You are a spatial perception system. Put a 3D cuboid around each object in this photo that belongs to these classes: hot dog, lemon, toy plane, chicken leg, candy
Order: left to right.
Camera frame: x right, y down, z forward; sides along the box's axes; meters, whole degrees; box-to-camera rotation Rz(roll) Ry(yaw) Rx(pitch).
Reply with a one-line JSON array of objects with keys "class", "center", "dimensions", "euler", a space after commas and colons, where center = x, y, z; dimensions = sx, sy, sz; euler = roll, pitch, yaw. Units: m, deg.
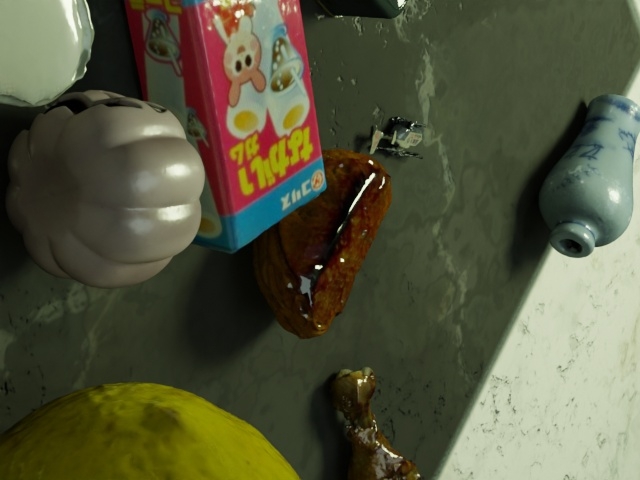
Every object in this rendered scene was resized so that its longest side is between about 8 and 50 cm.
[{"class": "lemon", "center": [-0.157, 0.296, 1.231], "dimensions": [0.350, 0.387, 0.350], "euler": [12, 71, -39]}, {"class": "candy", "center": [-0.094, -0.158, 1.407], "dimensions": [0.157, 0.100, 0.306], "euler": [-38, 128, -43]}, {"class": "hot dog", "center": [0.001, -0.001, 1.581], "dimensions": [0.227, 0.099, 0.160], "euler": [-56, 139, -28]}, {"class": "chicken leg", "center": [0.064, 0.265, 1.776], "dimensions": [0.107, 0.087, 0.251], "euler": [-62, 140, -55]}, {"class": "toy plane", "center": [0.095, -0.126, 1.730], "dimensions": [0.121, 0.031, 0.049], "euler": [1, 108, -57]}]

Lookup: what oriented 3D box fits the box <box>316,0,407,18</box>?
[{"class": "box", "center": [0.058, -0.355, 1.557], "dimensions": [0.144, 0.090, 0.201], "euler": [41, 68, -50]}]

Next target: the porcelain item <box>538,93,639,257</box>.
[{"class": "porcelain item", "center": [0.405, -0.094, 2.078], "dimensions": [0.141, 0.141, 0.259], "euler": [56, 49, -45]}]

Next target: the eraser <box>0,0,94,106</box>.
[{"class": "eraser", "center": [-0.309, -0.217, 1.058], "dimensions": [0.331, 0.150, 0.331], "euler": [-16, 110, -49]}]

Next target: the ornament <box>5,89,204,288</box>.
[{"class": "ornament", "center": [-0.186, -0.047, 1.255], "dimensions": [0.177, 0.177, 0.177], "euler": [-21, 117, -49]}]
